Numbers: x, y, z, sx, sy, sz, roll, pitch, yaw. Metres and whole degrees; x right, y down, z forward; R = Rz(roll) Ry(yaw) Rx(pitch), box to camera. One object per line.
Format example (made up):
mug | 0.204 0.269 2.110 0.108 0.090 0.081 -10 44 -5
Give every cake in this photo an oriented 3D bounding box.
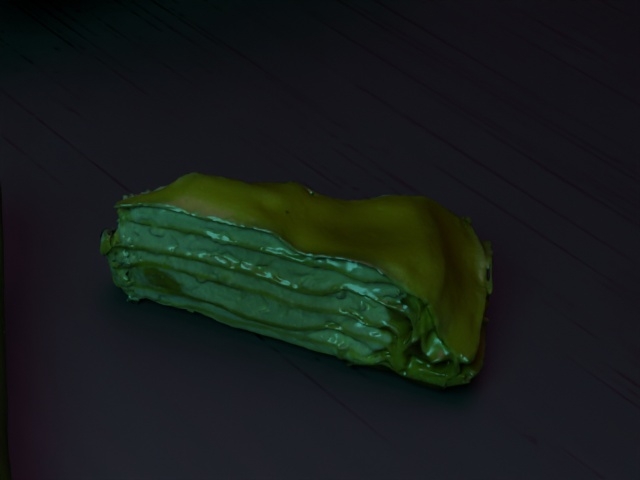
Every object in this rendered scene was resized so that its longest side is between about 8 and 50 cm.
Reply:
cake | 0.000 -0.003 0.686 0.184 0.080 0.116 16 40 16

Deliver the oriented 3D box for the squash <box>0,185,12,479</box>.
squash | -0.158 0.056 0.567 0.083 0.083 0.250 1 38 -11
